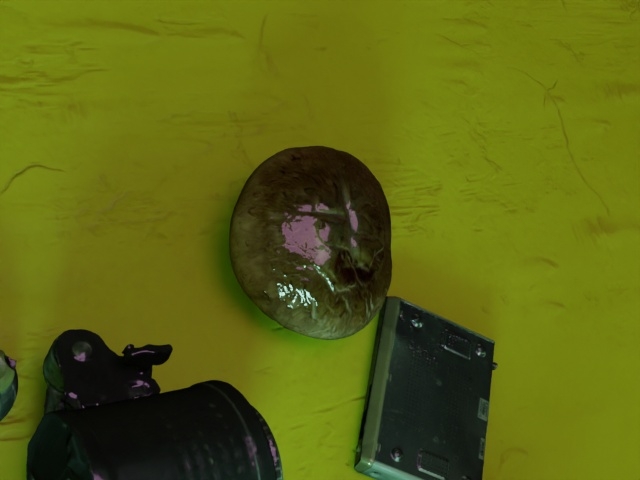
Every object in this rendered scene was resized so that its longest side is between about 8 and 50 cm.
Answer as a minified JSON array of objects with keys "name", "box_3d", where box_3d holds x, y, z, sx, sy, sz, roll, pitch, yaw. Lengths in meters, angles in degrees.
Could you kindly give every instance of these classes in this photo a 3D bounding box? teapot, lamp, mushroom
[{"name":"teapot","box_3d":[-0.379,0.164,1.145,0.092,0.091,0.124,38,49,-7]},{"name":"lamp","box_3d":[-0.173,0.275,1.137,0.272,0.205,0.374,10,48,-24]},{"name":"mushroom","box_3d":[0.000,0.000,1.451,0.278,0.146,0.278,14,64,-31]}]

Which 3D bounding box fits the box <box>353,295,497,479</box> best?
[{"name":"box","box_3d":[0.156,0.228,1.488,0.210,0.045,0.270,26,53,-17]}]
